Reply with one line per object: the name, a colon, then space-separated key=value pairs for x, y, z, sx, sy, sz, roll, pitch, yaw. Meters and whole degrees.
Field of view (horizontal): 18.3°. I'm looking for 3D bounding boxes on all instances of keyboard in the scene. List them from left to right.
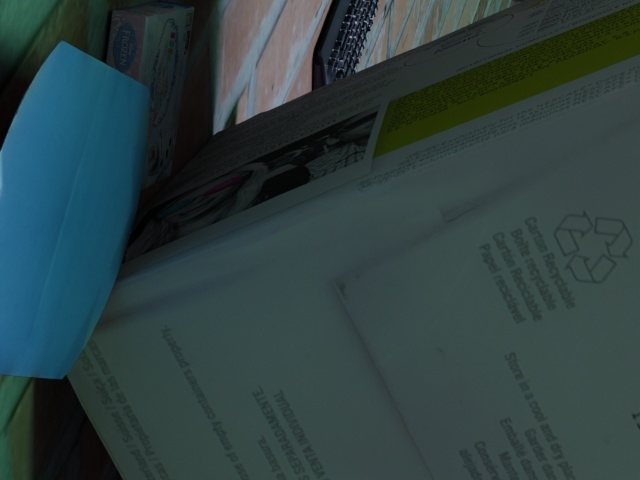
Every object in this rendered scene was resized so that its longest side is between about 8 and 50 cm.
keyboard: x=0.024 y=-0.160 z=1.589 sx=0.108 sy=0.023 sz=0.180 roll=92 pitch=13 yaw=-45

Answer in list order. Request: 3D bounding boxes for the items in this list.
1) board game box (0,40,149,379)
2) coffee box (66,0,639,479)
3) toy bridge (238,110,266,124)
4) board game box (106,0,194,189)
board game box: x=-0.119 y=-0.012 z=0.817 sx=0.169 sy=0.033 sz=0.133 roll=21 pitch=84 yaw=-76
coffee box: x=0.121 y=0.070 z=1.040 sx=0.337 sy=0.338 sz=0.334 roll=64 pitch=18 yaw=-12
toy bridge: x=0.000 y=0.000 z=1.295 sx=0.188 sy=0.026 sz=0.063 roll=56 pitch=16 yaw=-41
board game box: x=-0.088 y=-0.071 z=0.980 sx=0.090 sy=0.020 sz=0.090 roll=-44 pitch=143 yaw=-76
